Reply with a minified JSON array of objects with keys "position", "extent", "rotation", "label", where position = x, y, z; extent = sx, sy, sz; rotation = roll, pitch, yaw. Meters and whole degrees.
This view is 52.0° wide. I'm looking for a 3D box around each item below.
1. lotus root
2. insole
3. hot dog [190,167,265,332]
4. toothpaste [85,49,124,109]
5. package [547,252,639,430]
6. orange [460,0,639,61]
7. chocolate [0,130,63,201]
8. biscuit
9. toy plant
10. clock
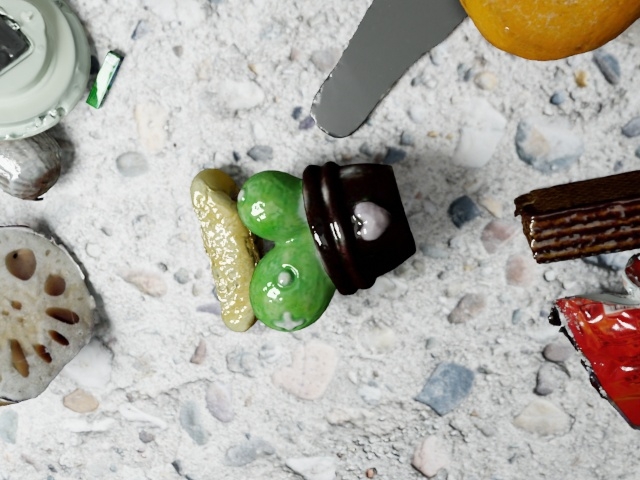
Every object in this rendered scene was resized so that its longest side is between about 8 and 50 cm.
[{"position":[-0.491,0.123,0.958],"extent":[0.192,0.272,0.272],"rotation":[-28,101,32],"label":"lotus root"},{"position":[0.098,-0.260,0.848],"extent":[0.110,0.012,0.309],"rotation":[36,110,-4],"label":"insole"},{"position":[-0.118,0.014,0.935],"extent":[0.074,0.084,0.242],"rotation":[-9,105,8],"label":"hot dog"},{"position":[-0.303,-0.226,0.923],"extent":[0.020,0.017,0.083],"rotation":[31,110,-4],"label":"toothpaste"},{"position":[0.445,0.142,0.892],"extent":[0.194,0.071,0.269],"rotation":[-33,104,32],"label":"package"},{"position":[0.261,-0.309,0.724],"extent":[0.224,0.170,0.223],"rotation":[-3,116,-5],"label":"orange"},{"position":[-0.460,-0.166,0.922],"extent":[0.110,0.110,0.248],"rotation":[-35,105,18],"label":"chocolate"},{"position":[0.440,-0.048,0.808],"extent":[0.389,0.107,0.073],"rotation":[-10,108,12],"label":"biscuit"},{"position":[0.000,0.000,0.859],"extent":[0.235,0.175,0.217],"rotation":[-16,100,11],"label":"toy plant"},{"position":[-0.424,-0.249,0.854],"extent":[0.237,0.053,0.236],"rotation":[1,85,-17],"label":"clock"}]
